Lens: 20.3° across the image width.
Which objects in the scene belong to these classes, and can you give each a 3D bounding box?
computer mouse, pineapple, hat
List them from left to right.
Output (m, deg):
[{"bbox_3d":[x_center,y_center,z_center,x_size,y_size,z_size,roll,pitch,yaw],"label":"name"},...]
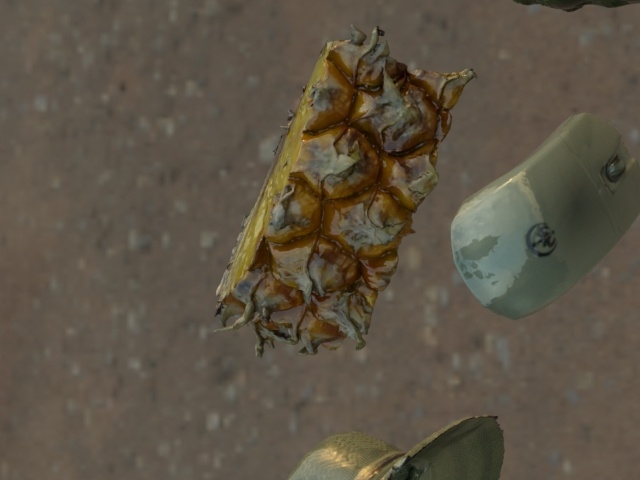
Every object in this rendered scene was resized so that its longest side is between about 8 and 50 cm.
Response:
[{"bbox_3d":[-0.001,0.000,0.940,0.233,0.079,0.135,122,168,-60],"label":"pineapple"},{"bbox_3d":[0.026,0.210,1.378,0.110,0.252,0.252,33,118,28],"label":"hat"},{"bbox_3d":[0.162,-0.022,1.168,0.056,0.181,0.089,-17,109,52],"label":"computer mouse"}]

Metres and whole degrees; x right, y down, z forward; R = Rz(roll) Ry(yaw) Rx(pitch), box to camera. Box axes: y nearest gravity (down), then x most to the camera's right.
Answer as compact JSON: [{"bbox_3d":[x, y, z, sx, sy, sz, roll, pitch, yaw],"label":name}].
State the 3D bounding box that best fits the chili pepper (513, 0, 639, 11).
[{"bbox_3d":[0.227,-0.200,1.287,0.224,0.098,0.061,2,100,47],"label":"chili pepper"}]
